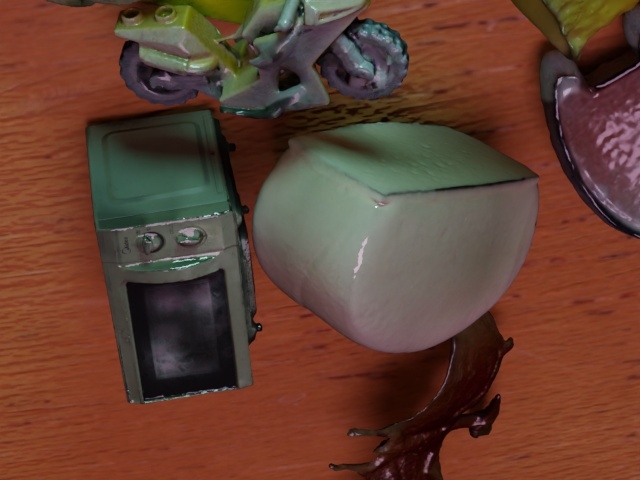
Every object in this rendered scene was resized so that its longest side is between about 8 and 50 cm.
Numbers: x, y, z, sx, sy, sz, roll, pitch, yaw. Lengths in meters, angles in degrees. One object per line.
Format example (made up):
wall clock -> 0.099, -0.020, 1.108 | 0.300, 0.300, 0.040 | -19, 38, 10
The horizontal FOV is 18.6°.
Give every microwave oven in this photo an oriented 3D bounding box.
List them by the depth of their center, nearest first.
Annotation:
microwave oven -> -0.122, 0.013, 1.677 | 0.129, 0.163, 0.205 | -7, 132, -3

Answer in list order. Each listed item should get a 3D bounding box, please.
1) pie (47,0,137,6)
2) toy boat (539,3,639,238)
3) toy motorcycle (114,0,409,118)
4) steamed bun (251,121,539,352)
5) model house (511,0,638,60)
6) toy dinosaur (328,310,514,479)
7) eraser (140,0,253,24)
pie -> -0.197, -0.275, 1.453 | 0.241, 0.054, 0.240 | 16, 133, 18
toy boat -> 0.281, -0.100, 1.724 | 0.155, 0.085, 0.227 | -31, 118, 5
toy motorcycle -> -0.049, -0.161, 1.502 | 0.229, 0.094, 0.129 | -1, 138, 11
steamed bun -> 0.059, -0.001, 1.654 | 0.242, 0.146, 0.164 | -9, 124, -46
model house -> 0.223, -0.283, 1.460 | 0.234, 0.193, 0.174 | -28, 136, 4
toy dinosaur -> 0.082, 0.160, 1.901 | 0.207, 0.113, 0.327 | -29, 146, -19
eraser -> -0.040, -0.263, 1.496 | 0.158, 0.069, 0.226 | 13, 136, -21
